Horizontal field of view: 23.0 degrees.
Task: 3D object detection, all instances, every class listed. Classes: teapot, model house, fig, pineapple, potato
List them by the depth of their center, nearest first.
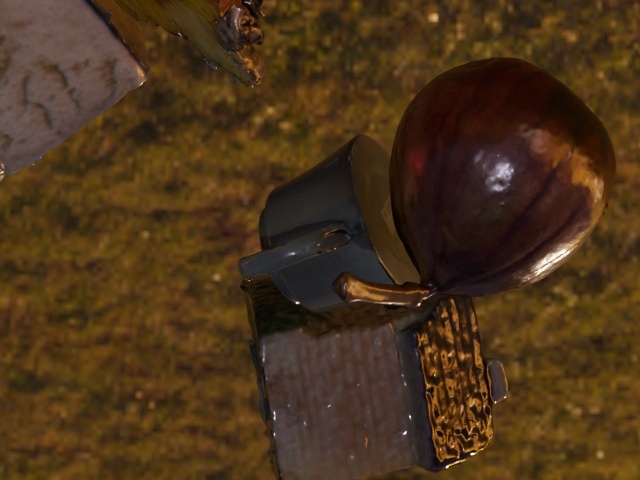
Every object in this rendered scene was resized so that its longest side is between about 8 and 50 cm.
[{"bbox_3d":[-0.063,-0.215,1.179,0.164,0.140,0.250,45,162,-5],"label":"pineapple"},{"bbox_3d":[0.130,-0.019,1.294,0.186,0.249,0.204,26,167,-4],"label":"fig"},{"bbox_3d":[0.000,0.000,1.484,0.149,0.162,0.239,-19,-178,22],"label":"teapot"},{"bbox_3d":[-0.317,-0.242,1.727,0.211,0.264,0.189,-33,121,12],"label":"potato"},{"bbox_3d":[0.060,0.154,1.799,0.284,0.243,0.298,-5,-173,-5],"label":"model house"}]

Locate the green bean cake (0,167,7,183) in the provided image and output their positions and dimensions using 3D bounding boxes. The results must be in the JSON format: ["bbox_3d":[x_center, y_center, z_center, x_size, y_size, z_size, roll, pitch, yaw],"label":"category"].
[{"bbox_3d":[-0.551,-0.177,1.938,0.300,0.169,0.308,36,179,22],"label":"green bean cake"}]
